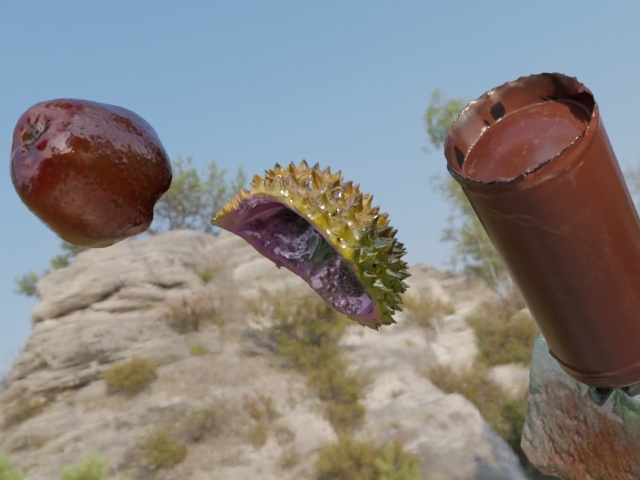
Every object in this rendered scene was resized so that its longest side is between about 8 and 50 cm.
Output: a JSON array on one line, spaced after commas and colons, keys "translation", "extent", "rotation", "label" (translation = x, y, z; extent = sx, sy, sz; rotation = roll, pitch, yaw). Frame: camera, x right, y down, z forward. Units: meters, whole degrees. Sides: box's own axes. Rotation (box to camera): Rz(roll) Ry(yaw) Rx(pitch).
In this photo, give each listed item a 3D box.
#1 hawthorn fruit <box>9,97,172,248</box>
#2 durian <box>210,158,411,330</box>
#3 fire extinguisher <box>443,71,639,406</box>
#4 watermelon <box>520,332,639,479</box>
[{"translation": [-0.207, -0.060, 0.771], "extent": [0.132, 0.133, 0.138], "rotation": [-27, -43, 35], "label": "hawthorn fruit"}, {"translation": [0.008, -0.011, 1.053], "extent": [0.154, 0.260, 0.186], "rotation": [-53, 0, -4], "label": "durian"}, {"translation": [0.223, 0.018, 0.671], "extent": [0.147, 0.106, 0.337], "rotation": [-38, -53, -1], "label": "fire extinguisher"}, {"translation": [0.389, 0.223, 1.113], "extent": [0.151, 0.302, 0.264], "rotation": [8, 17, -40], "label": "watermelon"}]
